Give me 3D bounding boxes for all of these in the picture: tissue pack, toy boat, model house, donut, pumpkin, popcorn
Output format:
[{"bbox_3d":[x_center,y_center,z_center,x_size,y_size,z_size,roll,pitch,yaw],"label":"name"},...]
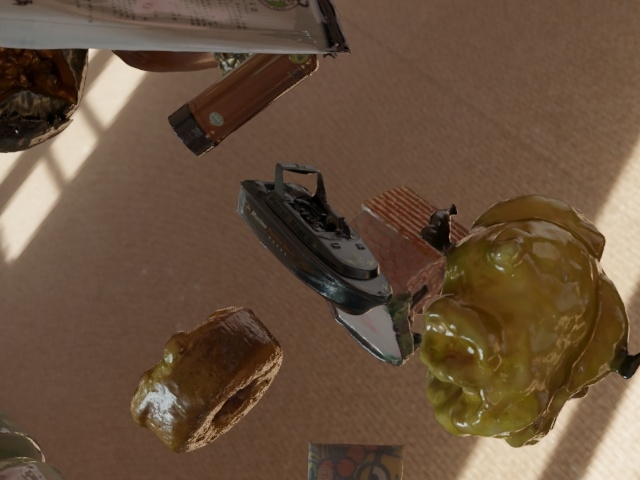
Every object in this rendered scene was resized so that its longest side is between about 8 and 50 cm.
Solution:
[{"bbox_3d":[0.053,0.364,1.762,0.060,0.148,0.108,120,153,-81],"label":"tissue pack"},{"bbox_3d":[0.000,0.000,1.270,0.246,0.093,0.103,45,121,40],"label":"toy boat"},{"bbox_3d":[0.147,0.060,2.005,0.237,0.237,0.202,-43,55,-18],"label":"model house"},{"bbox_3d":[-0.154,0.191,1.594,0.114,0.226,0.226,43,89,16],"label":"donut"},{"bbox_3d":[-0.490,-0.284,1.701,0.192,0.320,0.320,4,59,42],"label":"pumpkin"},{"bbox_3d":[0.244,0.098,1.354,0.281,0.316,0.297,23,92,29],"label":"popcorn"}]

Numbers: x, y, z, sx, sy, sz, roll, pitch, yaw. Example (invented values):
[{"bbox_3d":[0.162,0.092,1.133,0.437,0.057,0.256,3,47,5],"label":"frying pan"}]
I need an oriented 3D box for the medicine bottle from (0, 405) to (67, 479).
[{"bbox_3d":[-0.403,0.242,1.148,0.388,0.219,0.219,35,82,25],"label":"medicine bottle"}]

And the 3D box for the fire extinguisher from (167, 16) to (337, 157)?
[{"bbox_3d":[-0.055,-0.146,1.029,0.177,0.062,0.050,-36,36,12],"label":"fire extinguisher"}]

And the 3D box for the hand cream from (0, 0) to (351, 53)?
[{"bbox_3d":[-0.147,-0.194,0.916,0.076,0.336,0.121,114,149,-53],"label":"hand cream"}]

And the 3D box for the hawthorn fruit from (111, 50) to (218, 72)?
[{"bbox_3d":[-0.215,-0.405,1.786,0.325,0.308,0.308,-2,50,13],"label":"hawthorn fruit"}]

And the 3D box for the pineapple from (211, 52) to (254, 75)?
[{"bbox_3d":[-0.115,-0.302,1.438,0.128,0.248,0.128,-28,26,15],"label":"pineapple"}]
